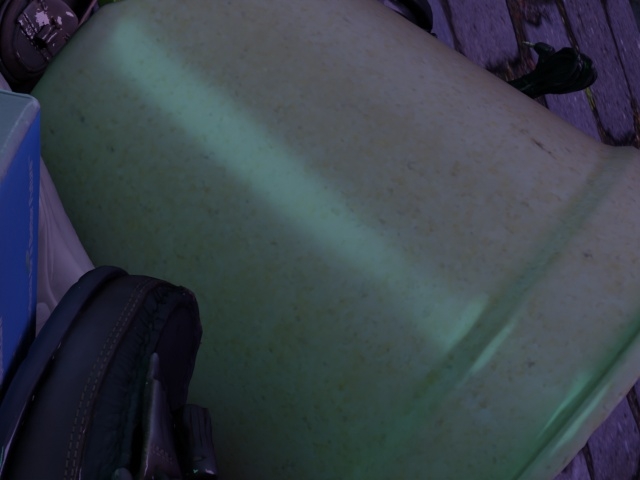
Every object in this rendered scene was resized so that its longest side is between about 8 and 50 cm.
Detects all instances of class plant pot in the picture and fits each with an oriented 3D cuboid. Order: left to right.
[{"bbox_3d":[0.000,0.000,0.825,0.305,0.334,0.334,41,26,3],"label":"plant pot"}]

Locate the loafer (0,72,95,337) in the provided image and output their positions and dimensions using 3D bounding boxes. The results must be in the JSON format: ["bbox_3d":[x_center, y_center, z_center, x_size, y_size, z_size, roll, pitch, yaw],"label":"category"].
[{"bbox_3d":[-0.157,0.015,0.698,0.319,0.112,0.111,84,-20,-44],"label":"loafer"}]

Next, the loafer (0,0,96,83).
[{"bbox_3d":[-0.163,-0.142,0.934,0.045,0.039,0.125,59,27,-28],"label":"loafer"}]

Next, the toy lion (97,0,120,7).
[{"bbox_3d":[-0.121,-0.157,1.052,0.100,0.034,0.096,-54,130,-61],"label":"toy lion"}]

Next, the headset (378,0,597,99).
[{"bbox_3d":[0.067,-0.110,1.228,0.394,0.185,0.243,-9,82,-54],"label":"headset"}]

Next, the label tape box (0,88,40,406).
[{"bbox_3d":[-0.188,0.139,0.464,0.347,0.115,0.249,-73,176,-49],"label":"label tape box"}]

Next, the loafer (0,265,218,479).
[{"bbox_3d":[-0.073,0.138,0.509,0.109,0.095,0.302,79,19,-47],"label":"loafer"}]
